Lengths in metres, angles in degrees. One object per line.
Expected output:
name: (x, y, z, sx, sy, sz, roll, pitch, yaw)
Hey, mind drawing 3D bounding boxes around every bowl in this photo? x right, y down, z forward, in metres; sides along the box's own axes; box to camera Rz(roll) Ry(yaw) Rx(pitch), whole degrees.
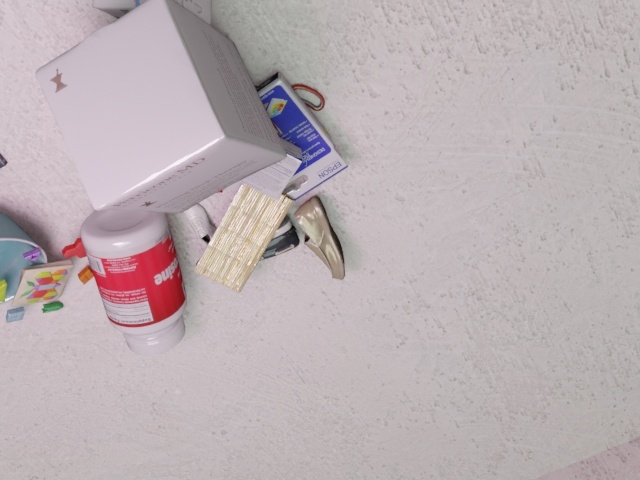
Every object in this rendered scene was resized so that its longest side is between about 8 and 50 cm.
bowl: (-0.907, 0.035, 1.833, 0.311, 0.163, 0.312, -26, 156, -13)

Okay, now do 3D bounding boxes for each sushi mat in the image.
sushi mat: (-0.208, -0.014, 1.881, 0.151, 0.019, 0.317, 26, 106, -19)

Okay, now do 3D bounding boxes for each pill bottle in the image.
pill bottle: (-0.500, 0.110, 1.921, 0.228, 0.229, 0.408, -7, 123, -1)

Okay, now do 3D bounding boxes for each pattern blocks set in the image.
pattern blocks set: (-0.771, 0.120, 1.928, 0.285, 0.026, 0.325, -17, 152, -31)

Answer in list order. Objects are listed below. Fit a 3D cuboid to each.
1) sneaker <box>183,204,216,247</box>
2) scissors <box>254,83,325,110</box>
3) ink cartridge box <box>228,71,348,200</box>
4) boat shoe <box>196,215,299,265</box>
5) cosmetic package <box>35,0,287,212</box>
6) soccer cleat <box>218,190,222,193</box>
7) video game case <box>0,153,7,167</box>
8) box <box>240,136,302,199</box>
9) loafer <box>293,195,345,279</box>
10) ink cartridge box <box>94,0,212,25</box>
sneaker: (-0.335, -0.043, 1.939, 0.053, 0.061, 0.152, -27, 119, 14)
scissors: (-0.132, -0.387, 1.770, 0.297, 0.021, 0.109, 24, 119, -18)
ink cartridge box: (-0.136, -0.239, 1.824, 0.303, 0.072, 0.307, -31, 123, 17)
boat shoe: (-0.205, 0.035, 1.969, 0.302, 0.114, 0.091, -22, 116, 9)
cosmetic package: (-0.331, -0.273, 1.534, 0.329, 0.393, 0.328, -26, 85, 14)
soccer cleat: (-0.309, -0.145, 1.899, 0.083, 0.029, 0.036, 21, 127, -14)
video game case: (-0.971, -0.261, 1.767, 0.196, 0.026, 0.274, -25, 120, 11)
box: (-0.133, -0.196, 1.769, 0.126, 0.072, 0.137, 26, 121, -19)
loafer: (0.000, 0.000, 1.979, 0.092, 0.102, 0.269, -18, 112, 8)
ink cartridge box: (-0.364, -0.536, 1.529, 0.212, 0.154, 0.093, 8, 94, 14)
